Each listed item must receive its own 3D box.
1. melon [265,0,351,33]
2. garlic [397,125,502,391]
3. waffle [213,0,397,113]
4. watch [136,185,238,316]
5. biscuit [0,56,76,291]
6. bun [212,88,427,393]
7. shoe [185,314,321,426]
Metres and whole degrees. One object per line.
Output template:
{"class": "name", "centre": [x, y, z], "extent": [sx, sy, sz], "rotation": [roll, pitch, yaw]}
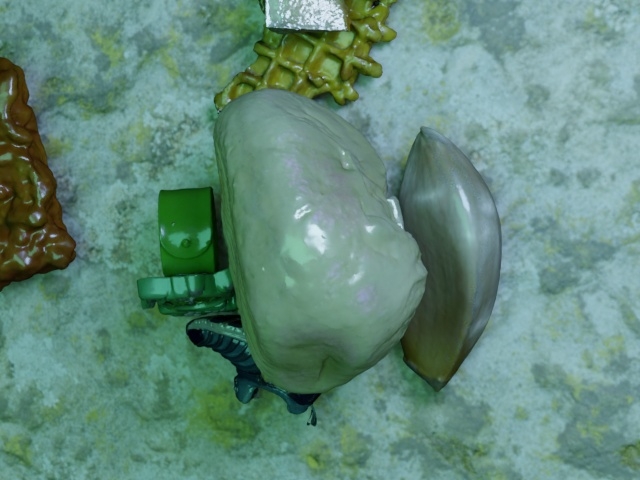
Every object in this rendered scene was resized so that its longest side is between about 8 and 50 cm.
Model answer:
{"class": "melon", "centre": [-0.018, -0.335, 1.389], "extent": [0.098, 0.054, 0.182], "rotation": [-3, 95, 10]}
{"class": "garlic", "centre": [0.151, 0.026, 1.397], "extent": [0.143, 0.112, 0.318], "rotation": [19, 109, 44]}
{"class": "waffle", "centre": [-0.034, -0.294, 1.456], "extent": [0.260, 0.069, 0.293], "rotation": [-11, 93, 21]}
{"class": "watch", "centre": [-0.173, 0.013, 1.501], "extent": [0.131, 0.165, 0.152], "rotation": [-6, 77, -1]}
{"class": "biscuit", "centre": [-0.500, -0.073, 1.621], "extent": [0.318, 0.110, 0.312], "rotation": [-16, 91, 20]}
{"class": "bun", "centre": [0.000, 0.000, 1.339], "extent": [0.213, 0.361, 0.361], "rotation": [-10, 92, -6]}
{"class": "shoe", "centre": [-0.083, 0.158, 1.502], "extent": [0.207, 0.091, 0.106], "rotation": [26, 98, 12]}
